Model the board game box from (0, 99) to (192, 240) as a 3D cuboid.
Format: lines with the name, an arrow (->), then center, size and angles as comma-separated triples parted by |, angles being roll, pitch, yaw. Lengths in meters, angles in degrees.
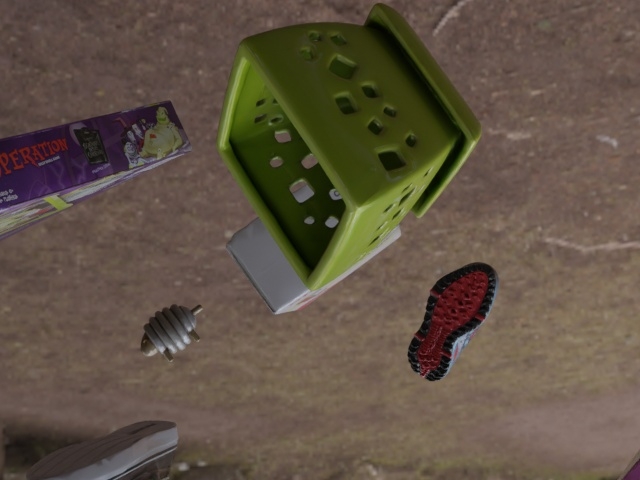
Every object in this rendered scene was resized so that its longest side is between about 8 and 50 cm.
board game box -> -0.284, -0.006, 0.726 | 0.347, 0.056, 0.208 | -21, -171, 29

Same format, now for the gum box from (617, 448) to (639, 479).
gum box -> 0.260, 0.167, 0.653 | 0.188, 0.107, 0.062 | -14, 140, -59

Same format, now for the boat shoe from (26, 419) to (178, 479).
boat shoe -> -0.291, 0.343, 1.422 | 0.121, 0.119, 0.335 | -6, 179, 21

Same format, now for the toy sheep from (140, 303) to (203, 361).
toy sheep -> -0.262, 0.158, 1.757 | 0.132, 0.091, 0.091 | -37, 163, -14

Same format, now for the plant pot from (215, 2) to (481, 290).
plant pot -> 0.035, -0.112, 1.109 | 0.207, 0.227, 0.228 | -27, 165, -25

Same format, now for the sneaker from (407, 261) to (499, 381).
sneaker -> 0.238, 0.123, 1.740 | 0.125, 0.104, 0.261 | -39, 162, -50

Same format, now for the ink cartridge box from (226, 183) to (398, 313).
ink cartridge box -> 0.000, 0.000, 1.897 | 0.279, 0.160, 0.385 | -36, 175, 3
